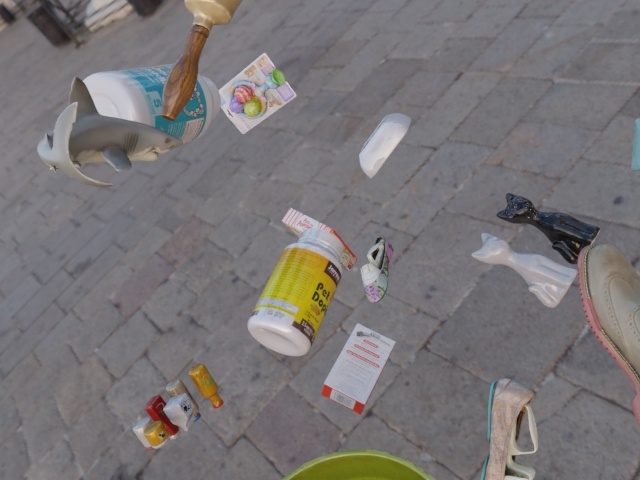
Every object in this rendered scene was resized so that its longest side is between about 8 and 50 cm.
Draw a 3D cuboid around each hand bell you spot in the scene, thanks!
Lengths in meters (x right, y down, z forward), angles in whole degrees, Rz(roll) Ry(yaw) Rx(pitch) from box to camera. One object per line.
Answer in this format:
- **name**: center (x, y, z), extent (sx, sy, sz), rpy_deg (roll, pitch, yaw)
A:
- **hand bell**: center (-0.166, -0.274, 0.903), extent (0.126, 0.126, 0.242), rpy_deg (6, 76, 48)

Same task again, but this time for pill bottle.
- **pill bottle**: center (-0.035, 0.086, 1.169), extent (0.117, 0.117, 0.215), rpy_deg (-4, 50, 42)
- **pill bottle**: center (-0.290, -0.233, 1.170), extent (0.146, 0.146, 0.264), rpy_deg (-15, 10, 32)

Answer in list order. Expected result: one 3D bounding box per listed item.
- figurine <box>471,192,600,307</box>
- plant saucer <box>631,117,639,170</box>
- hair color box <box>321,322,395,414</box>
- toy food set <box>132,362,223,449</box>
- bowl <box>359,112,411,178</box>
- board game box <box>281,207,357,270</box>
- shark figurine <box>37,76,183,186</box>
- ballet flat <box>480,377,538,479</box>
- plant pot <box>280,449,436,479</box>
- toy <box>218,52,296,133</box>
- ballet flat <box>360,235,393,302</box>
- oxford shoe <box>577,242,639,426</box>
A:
- **figurine**: center (0.451, 0.010, 1.414), extent (0.209, 0.092, 0.215), rpy_deg (30, 59, 16)
- **plant saucer**: center (0.480, -0.121, 0.802), extent (0.192, 0.067, 0.018), rpy_deg (-4, 22, 4)
- **hair color box**: center (0.079, 0.263, 1.369), extent (0.093, 0.053, 0.167), rpy_deg (25, 52, 12)
- **toy food set**: center (-0.291, 0.365, 1.361), extent (0.111, 0.104, 0.232), rpy_deg (-23, 17, 20)
- **bowl**: center (0.134, -0.214, 1.437), extent (0.142, 0.053, 0.142), rpy_deg (-52, 6, 26)
- **board game box**: center (0.000, 0.000, 1.732), extent (0.147, 0.193, 0.045), rpy_deg (28, 79, 30)
- **shark figurine**: center (-0.288, -0.138, 0.797), extent (0.166, 0.116, 0.278), rpy_deg (3, 12, 6)
- **ballet flat**: center (0.399, 0.452, 1.399), extent (0.106, 0.315, 0.108), rpy_deg (8, 9, 29)
- **plant pot**: center (0.090, 0.595, 1.072), extent (0.367, 0.353, 0.366), rpy_deg (-14, 39, 12)
- **toy**: center (-0.189, -0.378, 1.768), extent (0.237, 0.137, 0.056), rpy_deg (-27, 18, 39)
- **ballet flat**: center (0.152, 0.073, 1.836), extent (0.077, 0.079, 0.221), rpy_deg (-21, 33, 34)
- **oxford shoe**: center (0.489, 0.139, 0.946), extent (0.130, 0.123, 0.348), rpy_deg (-56, 46, 51)
